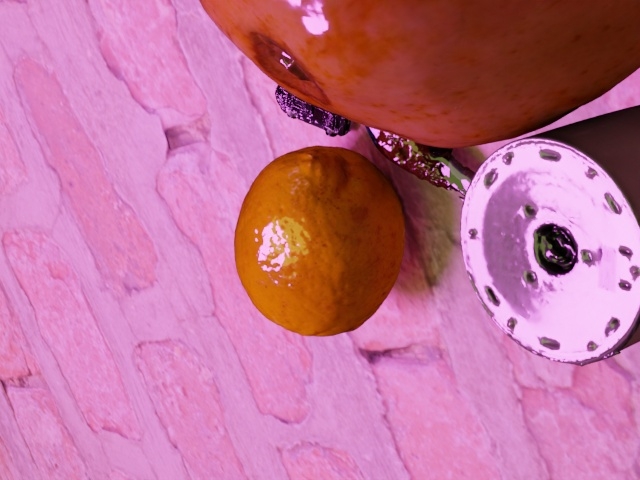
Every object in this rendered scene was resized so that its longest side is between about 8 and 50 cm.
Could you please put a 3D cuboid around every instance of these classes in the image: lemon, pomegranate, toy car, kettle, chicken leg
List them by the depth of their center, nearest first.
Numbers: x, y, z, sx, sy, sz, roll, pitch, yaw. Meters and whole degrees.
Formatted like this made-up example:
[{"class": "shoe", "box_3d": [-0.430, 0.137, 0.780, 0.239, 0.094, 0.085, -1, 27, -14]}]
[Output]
[{"class": "pomegranate", "box_3d": [0.097, -0.266, 1.061, 0.411, 0.411, 0.411, 28, 133, 35]}, {"class": "kettle", "box_3d": [0.266, -0.014, 1.103, 0.240, 0.255, 0.165, 13, 111, 45]}, {"class": "chicken leg", "box_3d": [0.096, -0.108, 1.410, 0.253, 0.051, 0.106, 56, 137, 0]}, {"class": "lemon", "box_3d": [0.000, 0.000, 1.491, 0.170, 0.170, 0.207, 35, 130, 29]}, {"class": "toy car", "box_3d": [-0.006, -0.137, 1.522, 0.093, 0.025, 0.041, 28, 132, 29]}]
